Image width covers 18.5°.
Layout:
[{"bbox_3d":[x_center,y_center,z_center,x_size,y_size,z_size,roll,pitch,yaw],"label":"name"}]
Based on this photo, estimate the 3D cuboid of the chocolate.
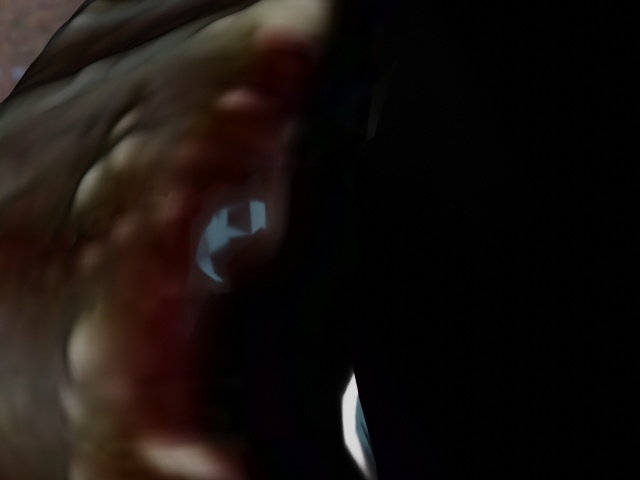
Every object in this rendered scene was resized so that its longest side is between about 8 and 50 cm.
[{"bbox_3d":[0.000,0.000,0.628,0.225,0.210,0.340,63,36,-25],"label":"chocolate"}]
